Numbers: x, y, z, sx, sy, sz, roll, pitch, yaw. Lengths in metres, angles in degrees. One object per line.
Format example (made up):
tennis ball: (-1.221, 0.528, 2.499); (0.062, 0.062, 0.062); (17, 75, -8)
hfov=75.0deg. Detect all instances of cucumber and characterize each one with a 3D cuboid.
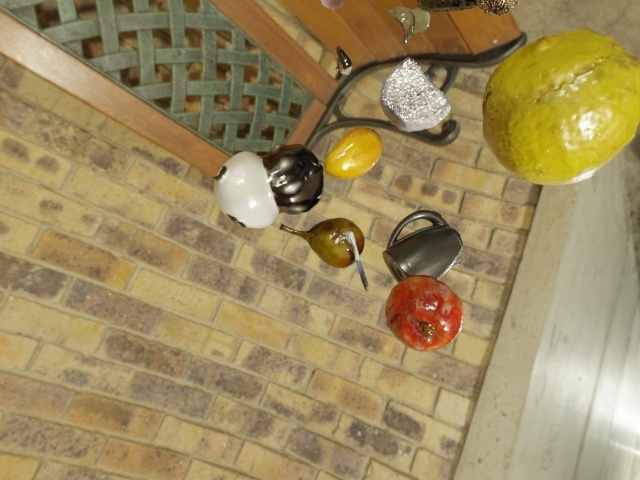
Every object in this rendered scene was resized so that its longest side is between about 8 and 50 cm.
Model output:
cucumber: (0.346, -0.601, 1.015); (0.072, 0.081, 0.303); (10, -172, -36)

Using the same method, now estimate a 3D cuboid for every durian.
durian: (0.341, -0.474, 0.805); (0.091, 0.080, 0.080); (-9, -172, -32)

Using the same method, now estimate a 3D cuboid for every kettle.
kettle: (0.392, 0.027, 1.590); (0.268, 0.290, 0.207); (56, 175, 4)

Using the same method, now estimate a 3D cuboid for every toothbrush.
toothbrush: (0.124, 0.075, 1.362); (0.026, 0.024, 0.288); (20, 147, 37)

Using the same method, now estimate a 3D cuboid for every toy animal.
toy animal: (-0.167, -0.167, 1.278); (0.251, 0.309, 0.251); (46, 150, 37)

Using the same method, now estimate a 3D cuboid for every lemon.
lemon: (0.577, -0.305, 1.016); (0.349, 0.350, 0.387); (12, 145, 45)

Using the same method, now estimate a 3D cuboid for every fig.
fig: (0.018, -0.028, 1.475); (0.290, 0.191, 0.190); (36, 168, -7)

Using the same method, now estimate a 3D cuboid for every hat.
hat: (0.340, -0.843, 1.563); (0.147, 0.175, 0.085); (59, 163, 7)

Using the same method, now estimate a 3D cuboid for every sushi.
sushi: (0.060, -0.525, 1.210); (0.046, 0.044, 0.083); (96, 149, -71)

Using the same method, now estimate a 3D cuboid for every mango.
mango: (0.104, -0.276, 1.347); (0.112, 0.219, 0.145); (35, 157, 57)

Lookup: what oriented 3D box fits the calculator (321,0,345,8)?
calculator: (0.051, -0.911, 1.526); (0.103, 0.024, 0.166); (7, 168, -8)

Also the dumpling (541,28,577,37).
dumpling: (0.857, -0.637, 1.466); (0.146, 0.193, 0.258); (-10, -141, -38)

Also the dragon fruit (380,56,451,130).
dragon fruit: (0.370, -0.565, 1.725); (0.283, 0.221, 0.204); (51, -179, 9)

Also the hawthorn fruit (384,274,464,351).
hawthorn fruit: (0.316, 0.235, 1.257); (0.241, 0.242, 0.272); (23, -165, -3)
